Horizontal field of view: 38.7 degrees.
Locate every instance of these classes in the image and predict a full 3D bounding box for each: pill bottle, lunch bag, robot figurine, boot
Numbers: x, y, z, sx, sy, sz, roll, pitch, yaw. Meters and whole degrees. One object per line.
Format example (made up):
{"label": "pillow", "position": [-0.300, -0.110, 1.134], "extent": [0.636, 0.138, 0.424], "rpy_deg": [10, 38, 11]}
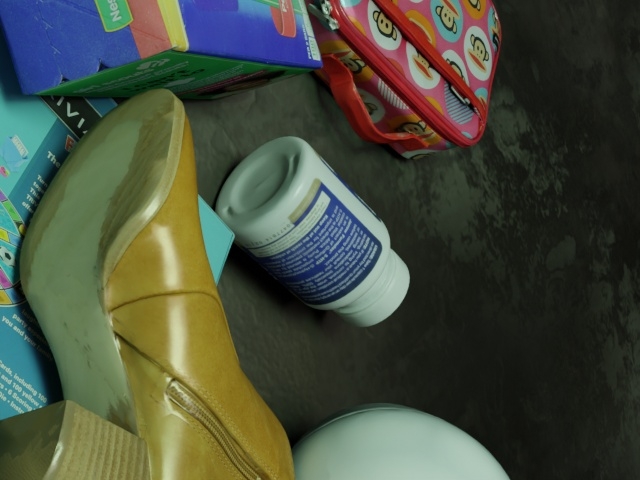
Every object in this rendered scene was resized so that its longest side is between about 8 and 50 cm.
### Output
{"label": "pill bottle", "position": [0.000, 0.000, 0.862], "extent": [0.186, 0.112, 0.112], "rpy_deg": [44, 50, -35]}
{"label": "lunch bag", "position": [0.080, -0.231, 1.025], "extent": [0.293, 0.120, 0.258], "rpy_deg": [37, 58, -38]}
{"label": "robot figurine", "position": [0.051, 0.232, 0.721], "extent": [0.353, 0.299, 0.200], "rpy_deg": [86, -5, -81]}
{"label": "boot", "position": [-0.087, 0.072, 0.579], "extent": [0.211, 0.104, 0.295], "rpy_deg": [46, 40, -45]}

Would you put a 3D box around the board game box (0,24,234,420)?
{"label": "board game box", "position": [-0.195, 0.036, 0.587], "extent": [0.254, 0.079, 0.336], "rpy_deg": [51, 33, -30]}

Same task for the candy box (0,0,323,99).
{"label": "candy box", "position": [-0.128, -0.247, 0.686], "extent": [0.317, 0.122, 0.268], "rpy_deg": [-27, 100, -70]}
